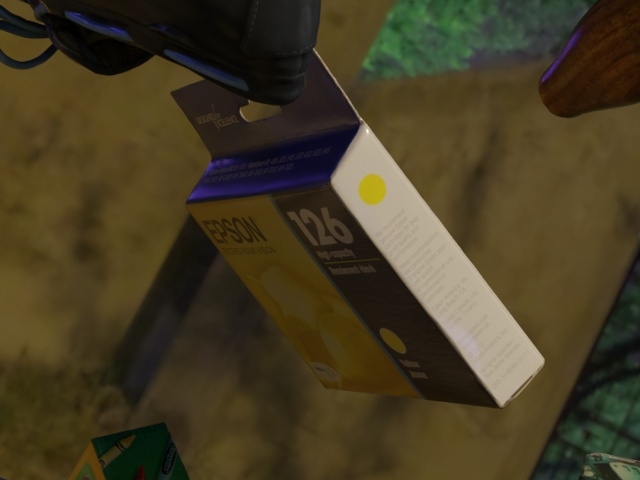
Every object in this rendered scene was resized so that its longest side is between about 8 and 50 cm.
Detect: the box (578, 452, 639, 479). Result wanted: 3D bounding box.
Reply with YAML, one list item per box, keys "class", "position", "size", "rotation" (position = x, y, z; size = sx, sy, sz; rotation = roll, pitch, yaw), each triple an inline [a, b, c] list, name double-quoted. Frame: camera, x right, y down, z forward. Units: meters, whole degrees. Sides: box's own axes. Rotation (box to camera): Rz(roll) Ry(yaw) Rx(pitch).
- class: "box"
  position: [0.123, 0.284, 0.645]
  size: [0.058, 0.322, 0.232]
  rotation: [8, -24, 28]

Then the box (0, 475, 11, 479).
- class: "box"
  position: [-0.264, 0.306, 0.991]
  size: [0.296, 0.182, 0.294]
  rotation: [22, -50, 4]

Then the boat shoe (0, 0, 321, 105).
- class: "boat shoe"
  position: [-0.104, -0.113, 0.660]
  size: [0.109, 0.089, 0.258]
  rotation: [-19, 27, -32]

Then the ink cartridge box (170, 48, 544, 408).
- class: "ink cartridge box"
  position: [0.000, 0.000, 1.190]
  size: [0.307, 0.072, 0.304]
  rotation: [51, -20, -15]

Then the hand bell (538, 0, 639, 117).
- class: "hand bell"
  position: [0.146, -0.093, 0.420]
  size: [0.126, 0.126, 0.242]
  rotation: [30, -35, -18]

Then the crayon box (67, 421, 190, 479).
- class: "crayon box"
  position: [-0.195, 0.317, 1.392]
  size: [0.081, 0.165, 0.278]
  rotation: [-9, -31, -33]
